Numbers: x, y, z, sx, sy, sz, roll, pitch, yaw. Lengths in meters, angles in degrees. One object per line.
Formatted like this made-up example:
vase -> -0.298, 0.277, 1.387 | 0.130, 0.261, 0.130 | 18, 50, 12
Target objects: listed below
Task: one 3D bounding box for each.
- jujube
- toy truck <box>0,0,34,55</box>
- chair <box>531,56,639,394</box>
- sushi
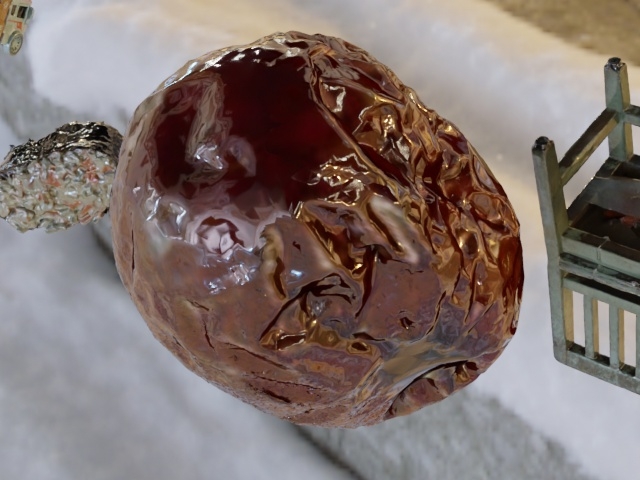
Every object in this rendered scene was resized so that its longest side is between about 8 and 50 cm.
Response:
jujube -> -0.002, 0.000, 1.213 | 0.276, 0.377, 0.276 | -20, 54, 29
toy truck -> -0.406, -0.287, 1.852 | 0.080, 0.115, 0.178 | 23, 8, 15
chair -> 0.290, -0.007, 1.398 | 0.136, 0.270, 0.147 | 21, 53, 34
sushi -> -0.260, -0.062, 1.583 | 0.150, 0.090, 0.078 | -14, 28, 19
